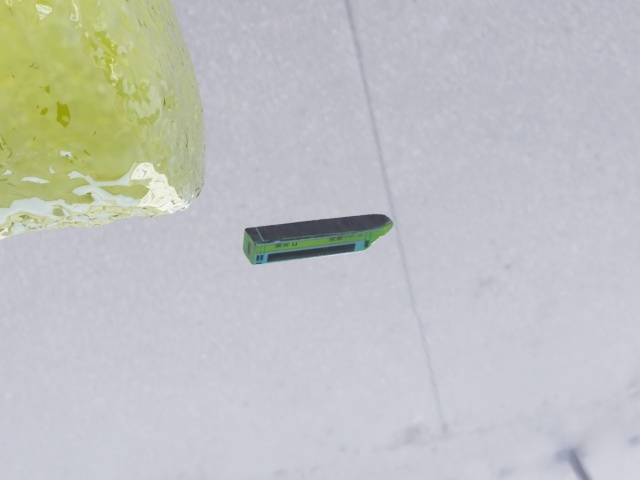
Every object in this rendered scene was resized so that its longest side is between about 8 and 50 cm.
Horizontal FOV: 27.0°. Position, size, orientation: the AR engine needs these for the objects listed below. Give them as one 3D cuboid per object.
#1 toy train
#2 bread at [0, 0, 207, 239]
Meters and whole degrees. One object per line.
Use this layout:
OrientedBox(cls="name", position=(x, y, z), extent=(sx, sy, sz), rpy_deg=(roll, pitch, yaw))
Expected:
OrientedBox(cls="toy train", position=(0.000, 0.000, 1.790), extent=(0.209, 0.044, 0.042), rpy_deg=(-6, 124, -24))
OrientedBox(cls="bread", position=(-0.271, -0.143, 1.102), extent=(0.307, 0.348, 0.348), rpy_deg=(-23, 135, 11))
